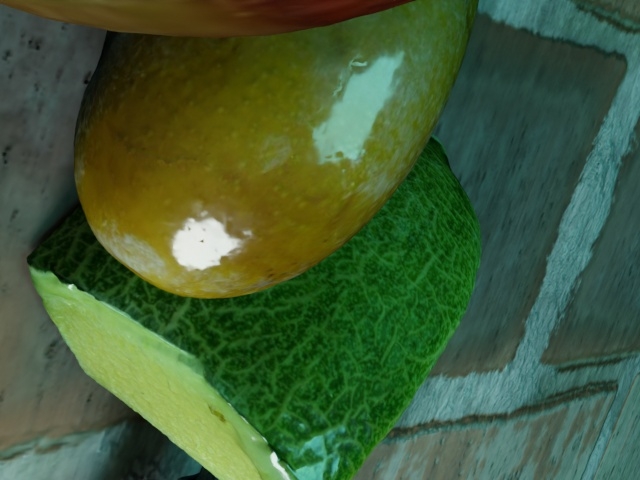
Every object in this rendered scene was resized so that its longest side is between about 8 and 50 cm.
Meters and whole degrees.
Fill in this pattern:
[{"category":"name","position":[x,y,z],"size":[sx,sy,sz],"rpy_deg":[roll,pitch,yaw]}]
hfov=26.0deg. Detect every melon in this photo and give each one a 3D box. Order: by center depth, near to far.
[{"category":"melon","position":[0.000,0.000,0.799],"size":[0.323,0.196,0.124],"rpy_deg":[-45,176,-44]}]

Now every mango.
[{"category":"mango","position":[-0.002,-0.116,0.651],"size":[0.146,0.193,0.316],"rpy_deg":[35,77,-24]}]

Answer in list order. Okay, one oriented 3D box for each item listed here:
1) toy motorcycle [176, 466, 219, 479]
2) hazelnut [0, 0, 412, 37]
[{"category":"toy motorcycle","position":[-0.071,0.271,0.826],"size":[0.241,0.182,0.319],"rpy_deg":[-41,133,-41]},{"category":"hazelnut","position":[-0.028,-0.216,0.419],"size":[0.372,0.315,0.372],"rpy_deg":[-23,153,-13]}]
